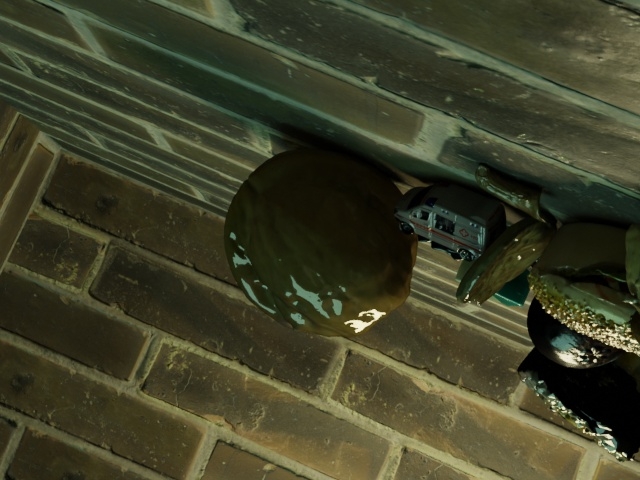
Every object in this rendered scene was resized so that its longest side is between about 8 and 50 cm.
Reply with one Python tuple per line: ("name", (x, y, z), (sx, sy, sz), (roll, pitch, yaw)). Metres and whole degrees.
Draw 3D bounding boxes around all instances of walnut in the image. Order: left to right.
("walnut", (0.008, 0.005, 1.787), (0.383, 0.383, 0.383), (23, 173, 3))

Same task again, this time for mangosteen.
("mangosteen", (0.501, 0.138, 1.756), (0.216, 0.216, 0.216), (23, 173, 3))

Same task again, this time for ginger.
("ginger", (0.302, -0.074, 1.422), (0.137, 0.044, 0.057), (28, -157, 9))

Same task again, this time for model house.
("model house", (0.390, 0.078, 1.981), (0.149, 0.100, 0.127), (21, 173, 35))

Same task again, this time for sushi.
("sushi", (0.649, 0.301, 2.076), (0.328, 0.285, 0.328), (41, 180, 20))

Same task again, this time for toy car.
("toy car", (0.224, -0.048, 1.614), (0.209, 0.089, 0.108), (26, 150, 28))

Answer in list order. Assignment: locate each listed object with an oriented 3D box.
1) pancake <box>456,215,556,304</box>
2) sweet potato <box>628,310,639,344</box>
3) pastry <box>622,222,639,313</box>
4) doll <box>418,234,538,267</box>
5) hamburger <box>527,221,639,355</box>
("pancake", (0.321, 0.034, 1.576), (0.236, 0.222, 0.042), (-12, -127, -47))
("sweet potato", (0.561, 0.137, 1.333), (0.233, 0.081, 0.062), (2, -149, -10))
("pastry", (0.537, 0.066, 1.203), (0.256, 0.170, 0.237), (20, 176, -9))
("doll", (0.312, 0.002, 1.791), (0.248, 0.088, 0.127), (12, 149, 16))
("hamburger", (0.483, 0.088, 1.493), (0.302, 0.170, 0.302), (23, 172, 3))
